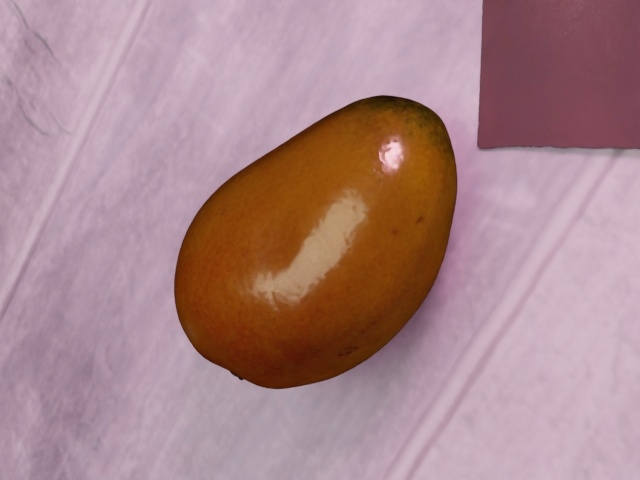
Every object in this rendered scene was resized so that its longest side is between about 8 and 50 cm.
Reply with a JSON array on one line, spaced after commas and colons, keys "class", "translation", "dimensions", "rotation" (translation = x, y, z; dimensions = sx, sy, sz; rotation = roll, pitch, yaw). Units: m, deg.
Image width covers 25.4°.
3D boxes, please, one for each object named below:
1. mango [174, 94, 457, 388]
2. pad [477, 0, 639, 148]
[{"class": "mango", "translation": [0.001, 0.006, 0.913], "dimensions": [0.221, 0.120, 0.151], "rotation": [-34, 68, 26]}, {"class": "pad", "translation": [0.173, -0.110, 0.846], "dimensions": [0.187, 0.006, 0.113], "rotation": [3, 93, 41]}]
